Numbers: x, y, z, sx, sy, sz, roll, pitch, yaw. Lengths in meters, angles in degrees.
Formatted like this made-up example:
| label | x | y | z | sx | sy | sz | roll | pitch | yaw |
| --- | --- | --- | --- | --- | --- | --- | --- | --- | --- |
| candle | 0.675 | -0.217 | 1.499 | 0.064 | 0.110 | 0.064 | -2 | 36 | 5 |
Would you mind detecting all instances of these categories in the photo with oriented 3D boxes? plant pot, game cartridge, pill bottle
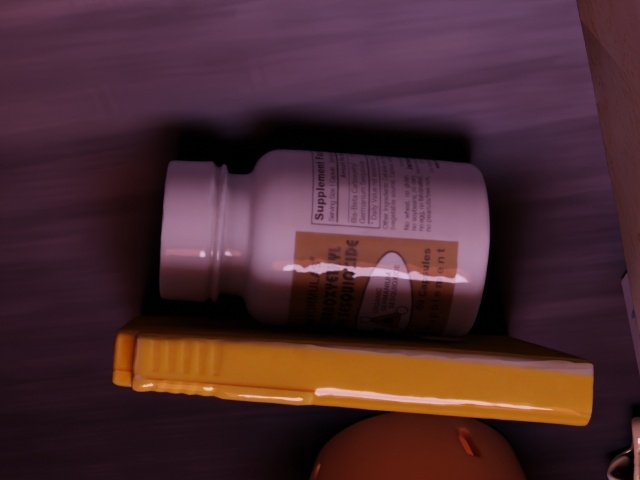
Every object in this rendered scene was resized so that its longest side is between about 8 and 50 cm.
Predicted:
| label | x | y | z | sx | sy | sz | roll | pitch | yaw |
| --- | --- | --- | --- | --- | --- | --- | --- | --- | --- |
| plant pot | 0.093 | 0.294 | 1.258 | 0.291 | 0.203 | 0.291 | 0 | 136 | 0 |
| game cartridge | 0.013 | 0.093 | 1.034 | 0.324 | 0.052 | 0.285 | 3 | 179 | -3 |
| pill bottle | 0.000 | 0.000 | 1.005 | 0.229 | 0.131 | 0.131 | 4 | 136 | -4 |

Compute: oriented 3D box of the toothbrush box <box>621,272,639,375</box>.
| label | x | y | z | sx | sy | sz | roll | pitch | yaw |
| --- | --- | --- | --- | --- | --- | --- | --- | --- | --- |
| toothbrush box | 0.342 | 0.024 | 0.971 | 0.126 | 0.216 | 0.295 | 12 | 134 | -12 |

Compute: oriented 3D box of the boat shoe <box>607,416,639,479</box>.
| label | x | y | z | sx | sy | sz | roll | pitch | yaw |
| --- | --- | --- | --- | --- | --- | --- | --- | --- | --- |
| boat shoe | 0.300 | 0.220 | 1.290 | 0.059 | 0.063 | 0.170 | 7 | 131 | 3 |

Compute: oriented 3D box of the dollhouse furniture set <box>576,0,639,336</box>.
| label | x | y | z | sx | sy | sz | roll | pitch | yaw |
| --- | --- | --- | --- | --- | --- | --- | --- | --- | --- |
| dollhouse furniture set | 0.324 | -0.121 | 0.633 | 0.362 | 0.256 | 0.394 | 11 | 151 | -32 |
